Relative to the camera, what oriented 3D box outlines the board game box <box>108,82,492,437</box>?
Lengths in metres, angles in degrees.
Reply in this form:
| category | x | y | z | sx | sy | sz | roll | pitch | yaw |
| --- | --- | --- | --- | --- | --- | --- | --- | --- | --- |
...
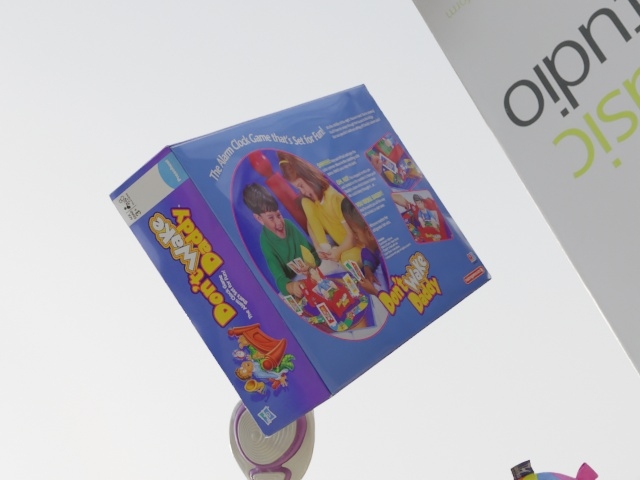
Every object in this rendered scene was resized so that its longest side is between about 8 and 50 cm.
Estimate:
| category | x | y | z | sx | sy | sz | roll | pitch | yaw |
| --- | --- | --- | --- | --- | --- | --- | --- | --- | --- |
| board game box | 0.000 | 0.000 | 1.187 | 0.078 | 0.233 | 0.347 | -36 | -5 | 31 |

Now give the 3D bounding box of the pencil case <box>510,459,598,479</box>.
| category | x | y | z | sx | sy | sz | roll | pitch | yaw |
| --- | --- | --- | --- | --- | --- | --- | --- | --- | --- |
| pencil case | 0.206 | 0.303 | 1.154 | 0.104 | 0.236 | 0.104 | 1 | -51 | 1 |

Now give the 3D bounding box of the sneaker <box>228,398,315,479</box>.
| category | x | y | z | sx | sy | sz | roll | pitch | yaw |
| --- | --- | --- | --- | --- | --- | --- | --- | --- | --- |
| sneaker | -0.041 | 0.163 | 1.669 | 0.152 | 0.114 | 0.305 | -22 | -66 | -67 |

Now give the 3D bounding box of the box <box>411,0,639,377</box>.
| category | x | y | z | sx | sy | sz | roll | pitch | yaw |
| --- | --- | --- | --- | --- | --- | --- | --- | --- | --- |
| box | 0.191 | -0.070 | 0.565 | 0.232 | 0.322 | 0.058 | -42 | -28 | 28 |
